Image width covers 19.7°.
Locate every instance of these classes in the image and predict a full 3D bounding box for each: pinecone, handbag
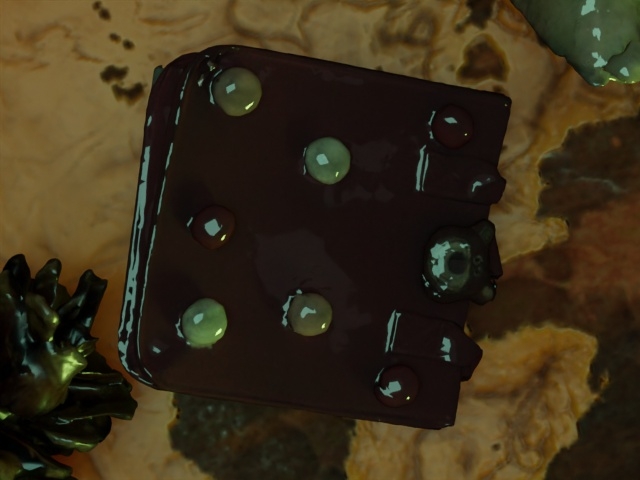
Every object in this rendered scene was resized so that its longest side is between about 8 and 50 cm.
[{"bbox_3d":[-0.206,0.102,1.054,0.204,0.179,0.184,-16,114,-12],"label":"pinecone"},{"bbox_3d":[0.000,0.000,1.056,0.216,0.074,0.203,10,92,-15],"label":"handbag"}]

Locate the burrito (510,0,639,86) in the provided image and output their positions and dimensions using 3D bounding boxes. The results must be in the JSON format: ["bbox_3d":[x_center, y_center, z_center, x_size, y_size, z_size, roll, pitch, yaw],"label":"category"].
[{"bbox_3d":[0.137,-0.243,1.018,0.107,0.175,0.348,-4,85,-5],"label":"burrito"}]
